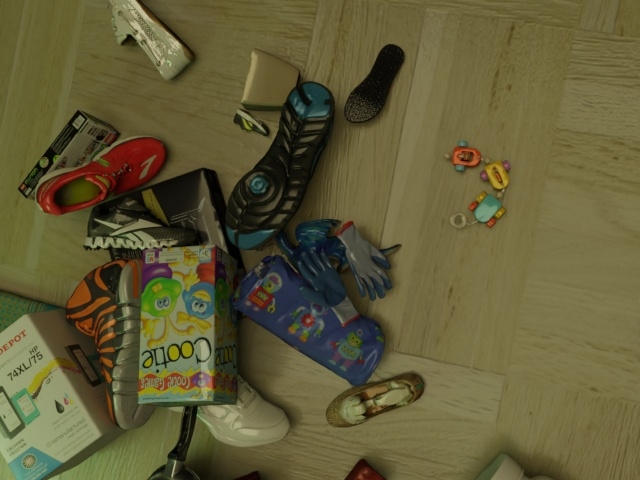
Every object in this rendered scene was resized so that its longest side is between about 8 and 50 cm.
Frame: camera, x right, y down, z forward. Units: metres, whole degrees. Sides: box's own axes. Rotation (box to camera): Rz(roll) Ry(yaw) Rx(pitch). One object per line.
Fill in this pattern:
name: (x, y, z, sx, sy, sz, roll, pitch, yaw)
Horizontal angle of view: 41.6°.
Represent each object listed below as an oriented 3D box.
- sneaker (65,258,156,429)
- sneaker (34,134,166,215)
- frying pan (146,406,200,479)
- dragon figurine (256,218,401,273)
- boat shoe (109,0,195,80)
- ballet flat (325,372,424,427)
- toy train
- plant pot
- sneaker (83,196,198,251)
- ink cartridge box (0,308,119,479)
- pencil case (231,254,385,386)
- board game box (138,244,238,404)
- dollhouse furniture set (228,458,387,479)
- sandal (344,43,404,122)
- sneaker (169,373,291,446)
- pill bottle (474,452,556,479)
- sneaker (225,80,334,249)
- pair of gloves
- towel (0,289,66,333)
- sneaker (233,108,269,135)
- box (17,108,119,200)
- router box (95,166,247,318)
sneaker: (-0.397, 0.199, 1.624, 0.180, 0.124, 0.321, -7, 77, 35)
sneaker: (-0.424, -0.117, 1.668, 0.279, 0.118, 0.107, -29, 115, -16)
frying pan: (-0.255, 0.456, 1.552, 0.197, 0.053, 0.326, 32, 103, 38)
dragon figurine: (0.000, 0.000, 1.635, 0.289, 0.085, 0.144, -16, 86, 12)
boat shoe: (-0.383, -0.438, 1.714, 0.277, 0.098, 0.096, 45, 96, 8)
ballet flat: (0.099, 0.308, 1.618, 0.206, 0.067, 0.073, -26, 85, 10)
toy train: (0.296, -0.104, 1.600, 0.125, 0.046, 0.166, 2, 86, 13)
plant pot: (-0.094, -0.305, 1.655, 0.096, 0.109, 0.109, 14, 91, 0)
sneaker: (-0.350, -0.031, 1.626, 0.234, 0.078, 0.106, 1, 92, 15)
ink cartridge box: (-0.521, 0.297, 1.635, 0.198, 0.197, 0.270, -36, 81, 10)
pencil case: (-0.016, 0.143, 1.567, 0.306, 0.119, 0.133, 35, 89, -14)
board game box: (-0.238, 0.160, 1.539, 0.144, 0.142, 0.275, -4, 76, 10)
dollhouse furniture set: (-0.024, 0.531, 1.621, 0.374, 0.152, 0.201, -15, 85, -7)
sandal: (0.108, -0.300, 1.648, 0.067, 0.040, 0.179, 31, 80, 5)
sneaker: (-0.196, 0.295, 1.634, 0.305, 0.114, 0.152, 22, 122, 10)
pill bottle: (0.411, 0.543, 1.491, 0.334, 0.188, 0.188, 42, 97, 10)
sneaker: (-0.061, -0.129, 1.610, 0.125, 0.139, 0.341, 30, 88, 10)
pair of gloves: (0.044, 0.064, 1.549, 0.198, 0.023, 0.159, -35, 93, -34)
towel: (-0.650, 0.251, 1.787, 0.370, 0.040, 0.272, 15, 92, 12)
sneaker: (-0.140, -0.232, 1.699, 0.083, 0.031, 0.035, 38, 110, 14)
box: (-0.514, -0.163, 1.725, 0.036, 0.114, 0.207, 42, 96, 21)
router box: (-0.289, 0.037, 1.694, 0.242, 0.081, 0.309, -17, 86, 11)
